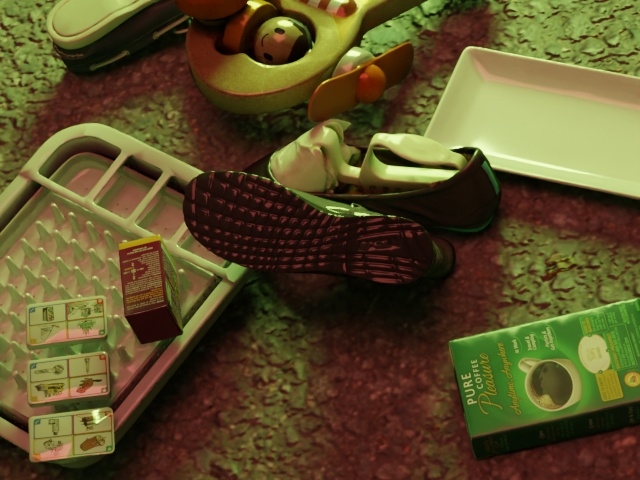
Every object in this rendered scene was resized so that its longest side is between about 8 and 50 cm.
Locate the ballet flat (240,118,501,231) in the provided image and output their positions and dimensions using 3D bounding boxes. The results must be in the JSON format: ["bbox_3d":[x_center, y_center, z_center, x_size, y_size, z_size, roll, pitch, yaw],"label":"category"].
[{"bbox_3d":[0.039,-0.071,1.885,0.280,0.096,0.095,3,44,15],"label":"ballet flat"}]

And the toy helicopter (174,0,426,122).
[{"bbox_3d":[0.034,-0.230,1.983,0.355,0.140,0.235,-26,51,-14],"label":"toy helicopter"}]

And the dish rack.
[{"bbox_3d":[-0.230,0.058,1.872,0.285,0.072,0.333,26,64,27],"label":"dish rack"}]

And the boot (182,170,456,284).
[{"bbox_3d":[0.000,0.000,1.805,0.246,0.161,0.083,14,89,9],"label":"boot"}]

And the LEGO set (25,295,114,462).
[{"bbox_3d":[-0.312,0.149,1.770,0.244,0.060,0.182,-8,50,-2],"label":"LEGO set"}]

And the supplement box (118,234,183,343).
[{"bbox_3d":[-0.158,0.046,1.787,0.043,0.055,0.083,-14,53,5],"label":"supplement box"}]

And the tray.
[{"bbox_3d":[0.246,-0.109,1.906,0.270,0.030,0.145,13,58,22],"label":"tray"}]

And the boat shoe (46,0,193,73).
[{"bbox_3d":[-0.173,-0.261,2.084,0.254,0.079,0.095,-33,57,-8],"label":"boat shoe"}]

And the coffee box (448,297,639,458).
[{"bbox_3d":[0.215,0.124,1.737,0.184,0.040,0.113,-14,52,3],"label":"coffee box"}]
